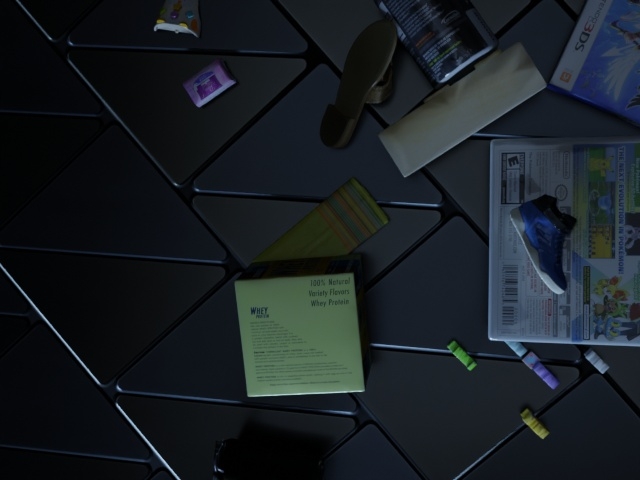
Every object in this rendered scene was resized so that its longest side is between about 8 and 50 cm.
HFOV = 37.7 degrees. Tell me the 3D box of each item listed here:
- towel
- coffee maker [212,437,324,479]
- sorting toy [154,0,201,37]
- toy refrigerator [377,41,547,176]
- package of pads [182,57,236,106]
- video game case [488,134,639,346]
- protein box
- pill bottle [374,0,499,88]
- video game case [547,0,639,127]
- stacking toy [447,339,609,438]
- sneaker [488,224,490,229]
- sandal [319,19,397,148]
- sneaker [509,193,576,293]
[{"bbox_3d":[0.000,0.000,1.639,0.237,0.021,0.102,-39,81,10],"label":"towel"},{"bbox_3d":[-0.088,0.410,1.596,0.178,0.171,0.120,8,78,7],"label":"coffee maker"},{"bbox_3d":[-0.250,-0.406,1.653,0.083,0.045,0.075,10,75,9],"label":"sorting toy"},{"bbox_3d":[0.229,-0.216,1.546,0.269,0.102,0.094,-32,90,10],"label":"toy refrigerator"},{"bbox_3d":[-0.195,-0.277,1.649,0.083,0.032,0.050,-33,86,9],"label":"package of pads"},{"bbox_3d":[0.419,0.000,1.487,0.299,0.036,0.329,0,88,18],"label":"video game case"},{"bbox_3d":[-0.025,0.140,1.575,0.199,0.136,0.201,-4,101,8],"label":"protein box"},{"bbox_3d":[0.172,-0.382,1.534,0.130,0.130,0.246,-34,88,9],"label":"pill bottle"},{"bbox_3d":[0.541,-0.310,1.514,0.269,0.061,0.244,24,97,7],"label":"video game case"},{"bbox_3d":[0.349,0.198,1.574,0.221,0.052,0.167,44,98,5],"label":"stacking toy"},{"bbox_3d":[0.360,0.003,1.567,0.170,0.068,0.071,33,111,15],"label":"sneaker"},{"bbox_3d":[0.083,-0.262,1.591,0.088,0.079,0.240,47,121,35],"label":"sandal"},{"bbox_3d":[0.364,0.001,1.454,0.084,0.058,0.152,-30,73,23],"label":"sneaker"}]
